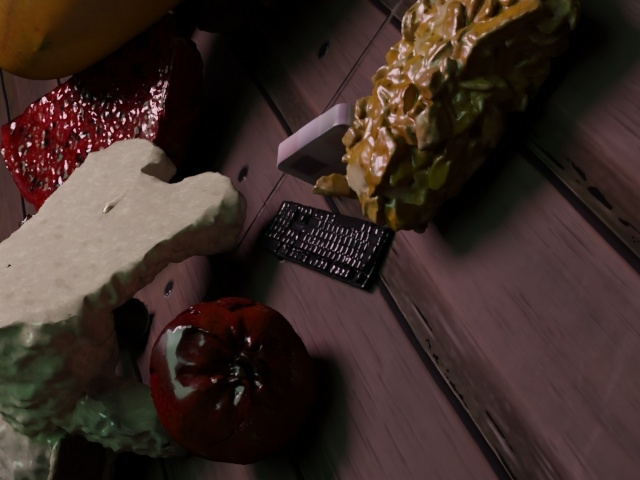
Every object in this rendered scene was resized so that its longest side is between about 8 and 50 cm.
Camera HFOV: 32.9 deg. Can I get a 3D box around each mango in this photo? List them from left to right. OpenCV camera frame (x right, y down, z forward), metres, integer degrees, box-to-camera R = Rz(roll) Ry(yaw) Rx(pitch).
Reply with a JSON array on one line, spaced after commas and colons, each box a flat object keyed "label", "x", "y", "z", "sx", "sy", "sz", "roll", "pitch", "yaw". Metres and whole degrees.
[{"label": "mango", "x": -0.226, "y": -0.359, "z": 1.192, "sx": 0.446, "sy": 0.232, "sz": 0.300, "roll": -47, "pitch": 39, "yaw": 28}]

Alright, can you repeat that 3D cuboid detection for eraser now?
[{"label": "eraser", "x": 0.011, "y": -0.087, "z": 1.009, "sx": 0.105, "sy": 0.065, "sz": 0.026, "roll": -28, "pitch": 47, "yaw": 44}]

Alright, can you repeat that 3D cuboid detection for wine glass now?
[{"label": "wine glass", "x": -0.278, "y": 0.111, "z": 1.323, "sx": 0.198, "sy": 0.066, "sz": 0.066, "roll": -17, "pitch": 56, "yaw": 50}]

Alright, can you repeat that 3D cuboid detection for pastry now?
[{"label": "pastry", "x": 0.096, "y": -0.120, "z": 0.866, "sx": 0.250, "sy": 0.102, "sz": 0.154, "roll": -53, "pitch": 33, "yaw": 22}]

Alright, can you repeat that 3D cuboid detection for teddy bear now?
[{"label": "teddy bear", "x": -0.235, "y": 0.144, "z": 1.174, "sx": 0.327, "sy": 0.362, "sz": 0.375, "roll": 26, "pitch": 55, "yaw": 39}]

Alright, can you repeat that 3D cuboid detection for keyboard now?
[{"label": "keyboard", "x": 0.000, "y": 0.000, "z": 1.016, "sx": 0.195, "sy": 0.018, "sz": 0.060, "roll": 17, "pitch": 82, "yaw": 58}]

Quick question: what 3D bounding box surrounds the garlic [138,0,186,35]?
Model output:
[{"label": "garlic", "x": -0.271, "y": -0.344, "z": 1.499, "sx": 0.203, "sy": 0.184, "sz": 0.281, "roll": 41, "pitch": 105, "yaw": 41}]

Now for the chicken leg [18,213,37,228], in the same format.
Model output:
[{"label": "chicken leg", "x": -0.342, "y": -0.097, "z": 1.515, "sx": 0.304, "sy": 0.113, "sz": 0.093, "roll": -57, "pitch": 11, "yaw": 19}]

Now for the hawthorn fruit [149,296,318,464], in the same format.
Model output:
[{"label": "hawthorn fruit", "x": -0.079, "y": 0.127, "z": 0.955, "sx": 0.172, "sy": 0.148, "sz": 0.148, "roll": 120, "pitch": 163, "yaw": -70}]

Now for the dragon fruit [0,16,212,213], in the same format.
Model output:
[{"label": "dragon fruit", "x": -0.232, "y": -0.103, "z": 1.334, "sx": 0.317, "sy": 0.152, "sz": 0.205, "roll": -23, "pitch": 68, "yaw": 31}]

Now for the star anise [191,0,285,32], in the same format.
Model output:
[{"label": "star anise", "x": -0.072, "y": -0.390, "z": 1.294, "sx": 0.315, "sy": 0.108, "sz": 0.315, "roll": -23, "pitch": 59, "yaw": 45}]
